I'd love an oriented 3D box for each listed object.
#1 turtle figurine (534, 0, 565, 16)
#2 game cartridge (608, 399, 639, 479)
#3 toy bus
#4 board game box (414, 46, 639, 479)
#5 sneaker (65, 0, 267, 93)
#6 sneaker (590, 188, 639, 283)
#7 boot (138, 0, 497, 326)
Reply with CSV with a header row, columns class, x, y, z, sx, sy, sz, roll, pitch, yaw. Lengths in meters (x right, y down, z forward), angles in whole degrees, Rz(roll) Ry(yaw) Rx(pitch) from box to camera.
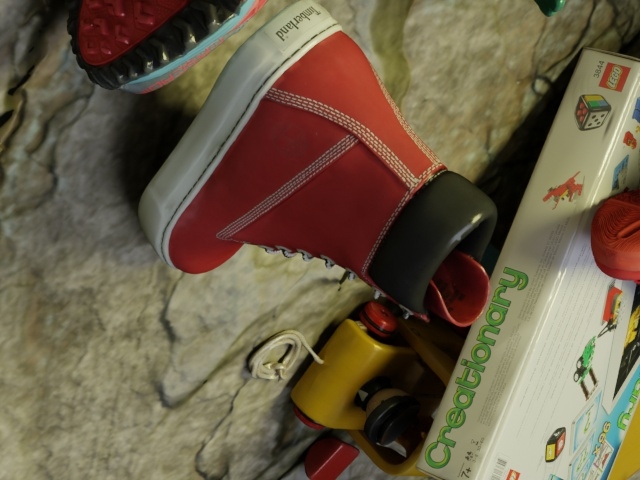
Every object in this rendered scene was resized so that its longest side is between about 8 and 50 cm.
class,x,y,z,sx,sy,sz,roll,pitch,yaw
turtle figurine,0.232,-0.207,1.147,0.234,0.118,0.175,-11,103,-21
game cartridge,0.265,0.077,1.585,0.285,0.053,0.324,-35,144,-11
toy bus,0.068,0.115,1.361,0.202,0.104,0.191,-31,145,-18
board game box,0.182,0.042,1.341,0.193,0.053,0.305,30,80,-56
sneaker,-0.010,-0.162,0.963,0.262,0.104,0.125,-46,149,5
sneaker,0.247,0.030,1.302,0.221,0.087,0.128,-17,117,-49
boot,0.000,0.000,1.043,0.088,0.176,0.244,-40,174,-30
